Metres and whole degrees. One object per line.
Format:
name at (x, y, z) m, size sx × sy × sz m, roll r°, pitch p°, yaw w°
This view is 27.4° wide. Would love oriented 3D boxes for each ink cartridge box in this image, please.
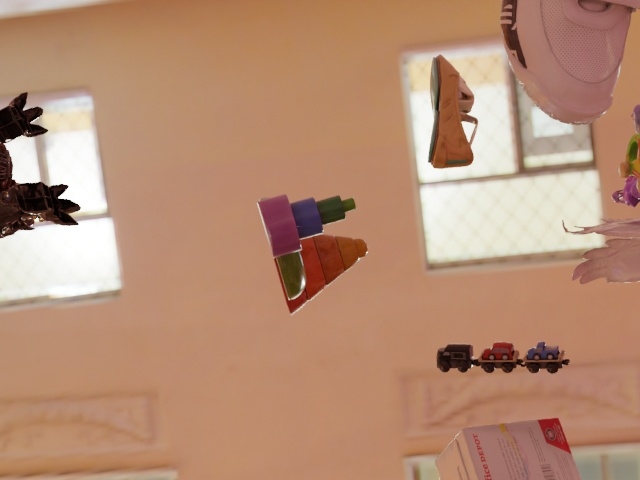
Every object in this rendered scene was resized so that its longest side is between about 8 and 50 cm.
ink cartridge box at (0.288, 0.363, 2.029) m, size 0.176 × 0.128 × 0.127 m, roll -2°, pitch 148°, yaw -22°

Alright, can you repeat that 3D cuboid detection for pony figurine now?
pony figurine at (0.568, -0.049, 2.051) m, size 0.350 × 0.364 × 0.303 m, roll 3°, pitch 167°, yaw 18°

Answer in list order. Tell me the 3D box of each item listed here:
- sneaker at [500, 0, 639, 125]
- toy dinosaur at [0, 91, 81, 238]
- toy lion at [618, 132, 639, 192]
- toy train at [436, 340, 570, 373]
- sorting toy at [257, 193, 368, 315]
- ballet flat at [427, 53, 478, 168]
sneaker at (0.283, -0.311, 1.323) m, size 0.137 × 0.366 × 0.210 m, roll 7°, pitch 168°, yaw -13°
toy dinosaur at (-0.417, -0.045, 1.560) m, size 0.218 × 0.164 × 0.322 m, roll -24°, pitch -165°, yaw 20°
toy lion at (0.448, -0.119, 1.802) m, size 0.034 × 0.096 × 0.100 m, roll -1°, pitch -158°, yaw -12°
toy train at (0.213, 0.136, 1.541) m, size 0.158 × 0.036 × 0.027 m, roll -1°, pitch -166°, yaw 20°
sorting toy at (0.000, 0.000, 1.594) m, size 0.126 × 0.127 × 0.365 m, roll -16°, pitch 169°, yaw -3°
ballet flat at (0.199, -0.190, 1.971) m, size 0.073 × 0.080 × 0.232 m, roll 5°, pitch -131°, yaw 1°
